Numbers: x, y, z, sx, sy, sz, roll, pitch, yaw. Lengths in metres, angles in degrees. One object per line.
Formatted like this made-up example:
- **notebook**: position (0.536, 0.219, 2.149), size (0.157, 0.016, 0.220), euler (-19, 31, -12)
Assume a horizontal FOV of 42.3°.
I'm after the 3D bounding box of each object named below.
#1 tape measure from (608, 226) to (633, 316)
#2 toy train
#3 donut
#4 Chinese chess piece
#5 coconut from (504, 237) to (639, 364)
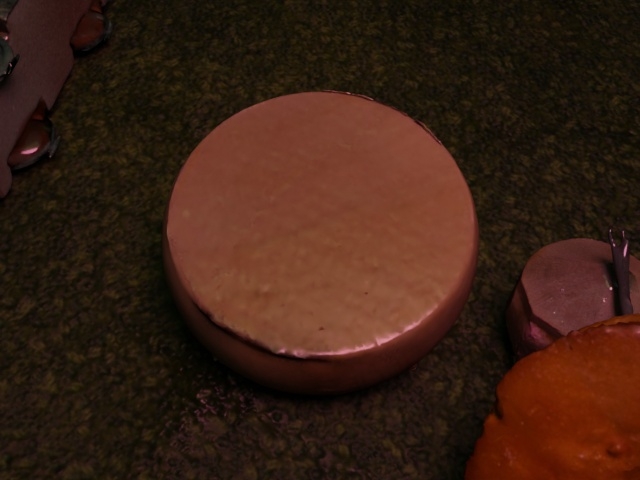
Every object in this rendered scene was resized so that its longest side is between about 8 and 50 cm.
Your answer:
- **tape measure**: position (0.324, 0.110, 0.605), size (0.164, 0.084, 0.330), euler (-37, 82, -30)
- **toy train**: position (-0.302, -0.190, 0.762), size (0.160, 0.129, 0.326), euler (9, 57, 9)
- **donut**: position (0.219, 0.159, 0.515), size (0.254, 0.253, 0.118), euler (24, 20, 11)
- **Chinese chess piece**: position (0.000, 0.000, 0.663), size (0.251, 0.097, 0.250), euler (0, 63, 0)
- **coconut**: position (0.205, 0.058, 0.636), size (0.116, 0.122, 0.116), euler (2, 56, -3)
